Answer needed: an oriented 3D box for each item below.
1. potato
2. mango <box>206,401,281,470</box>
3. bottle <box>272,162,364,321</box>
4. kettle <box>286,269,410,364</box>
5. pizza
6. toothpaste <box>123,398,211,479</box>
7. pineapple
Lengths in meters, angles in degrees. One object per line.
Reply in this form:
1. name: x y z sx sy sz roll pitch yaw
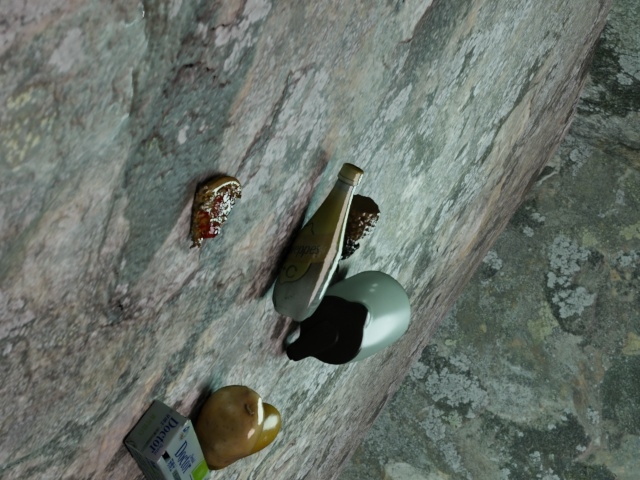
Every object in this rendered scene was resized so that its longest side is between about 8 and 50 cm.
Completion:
1. potato: -0.156 0.312 1.641 0.109 0.118 0.178 -4 149 -28
2. mango: -0.146 0.358 1.812 0.184 0.085 0.102 -22 147 -48
3. bottle: 0.000 0.000 1.573 0.083 0.083 0.270 -20 136 -66
4. kettle: 0.042 0.170 1.927 0.221 0.161 0.236 -31 175 24
5. pizza: -0.120 -0.046 1.206 0.099 0.029 0.100 -43 159 -46
6. toothpaste: -0.235 0.350 1.547 0.081 0.067 0.336 -55 165 -23
7. pineapple: 0.047 -0.007 1.737 0.074 0.074 0.159 -38 160 -52
